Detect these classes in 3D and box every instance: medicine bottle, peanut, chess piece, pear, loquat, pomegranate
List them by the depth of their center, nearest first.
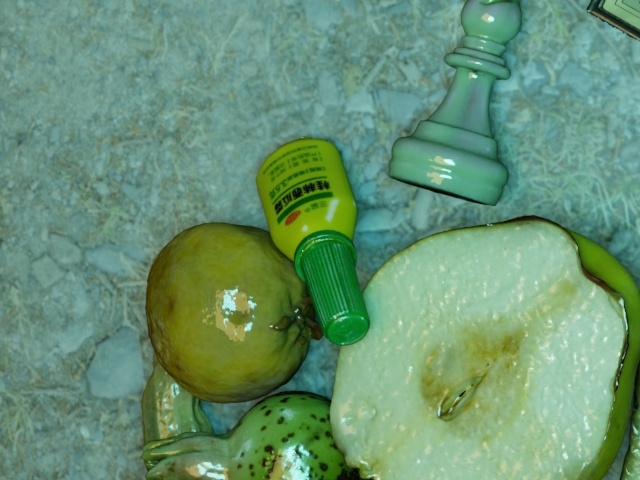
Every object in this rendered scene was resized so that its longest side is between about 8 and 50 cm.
[{"bbox_3d":[0.209,0.156,1.853,0.386,0.191,0.340,-42,66,20],"label":"pear"},{"bbox_3d":[0.176,-0.184,1.878,0.139,0.139,0.271,17,92,22],"label":"chess piece"},{"bbox_3d":[0.000,0.000,1.908,0.111,0.076,0.309,-29,45,11],"label":"medicine bottle"},{"bbox_3d":[-0.068,0.281,1.981,0.276,0.204,0.222,13,106,16],"label":"pomegranate"},{"bbox_3d":[-0.115,0.089,1.987,0.238,0.193,0.238,-1,88,40],"label":"loquat"},{"bbox_3d":[-0.185,0.232,2.100,0.093,0.083,0.194,9,101,37],"label":"peanut"}]

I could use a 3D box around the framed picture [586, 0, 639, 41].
[{"bbox_3d":[0.408,-0.285,1.783,0.195,0.010,0.199,34,126,18],"label":"framed picture"}]

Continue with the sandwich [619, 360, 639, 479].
[{"bbox_3d":[0.454,0.248,1.807,0.249,0.095,0.273,12,102,23],"label":"sandwich"}]
